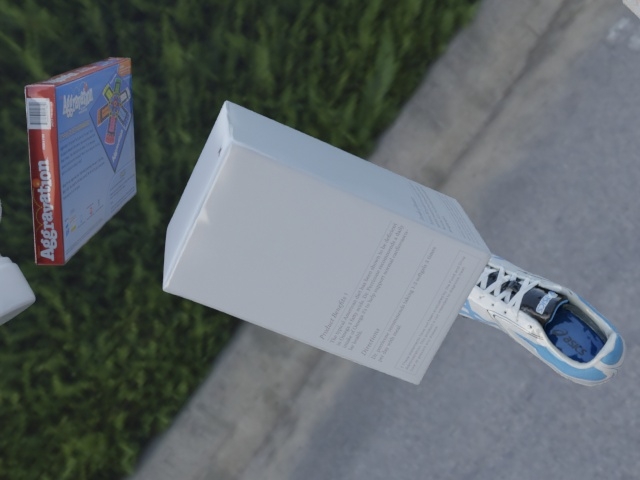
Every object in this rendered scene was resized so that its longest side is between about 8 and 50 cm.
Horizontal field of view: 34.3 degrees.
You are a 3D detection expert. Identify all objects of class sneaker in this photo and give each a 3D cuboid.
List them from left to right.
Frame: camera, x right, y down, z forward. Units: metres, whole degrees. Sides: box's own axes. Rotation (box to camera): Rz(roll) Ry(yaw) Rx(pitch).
[{"bbox_3d":[0.205,0.061,1.061,0.085,0.237,0.086,-49,-22,-23],"label":"sneaker"}]

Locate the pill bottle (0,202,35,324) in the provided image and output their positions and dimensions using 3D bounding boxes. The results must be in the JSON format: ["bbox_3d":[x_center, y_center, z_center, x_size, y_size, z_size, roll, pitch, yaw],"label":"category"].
[{"bbox_3d":[-0.334,-0.043,0.751,0.162,0.278,0.162,-30,2,1],"label":"pill bottle"}]

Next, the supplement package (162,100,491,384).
[{"bbox_3d":[0.000,0.000,0.675,0.105,0.179,0.105,-62,15,18],"label":"supplement package"}]

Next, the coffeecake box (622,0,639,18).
[{"bbox_3d":[0.337,-0.217,0.885,0.068,0.142,0.185,-26,53,-3],"label":"coffeecake box"}]

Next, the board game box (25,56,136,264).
[{"bbox_3d":[-0.211,-0.084,0.946,0.281,0.027,0.145,-82,-6,-76],"label":"board game box"}]
